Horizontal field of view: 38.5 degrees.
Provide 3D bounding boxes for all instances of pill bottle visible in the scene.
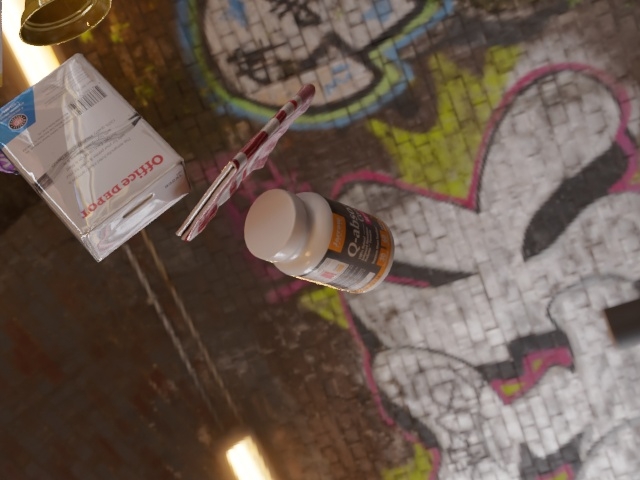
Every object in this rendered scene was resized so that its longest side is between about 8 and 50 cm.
[{"bbox_3d":[0.000,0.000,1.743,0.278,0.162,0.162,18,-130,-45],"label":"pill bottle"}]

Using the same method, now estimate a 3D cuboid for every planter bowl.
[{"bbox_3d":[-0.579,-0.524,2.019,0.090,0.217,0.217,63,-169,7],"label":"planter bowl"}]

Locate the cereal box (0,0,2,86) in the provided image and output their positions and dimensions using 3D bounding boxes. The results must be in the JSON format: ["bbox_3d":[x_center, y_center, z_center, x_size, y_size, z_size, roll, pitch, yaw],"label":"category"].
[{"bbox_3d":[-0.875,-0.495,2.262,0.047,0.173,0.240,32,122,43],"label":"cereal box"}]

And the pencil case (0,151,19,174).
[{"bbox_3d":[-0.766,-0.214,2.148,0.088,0.206,0.086,-33,-53,-40],"label":"pencil case"}]

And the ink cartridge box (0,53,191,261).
[{"bbox_3d":[-0.418,-0.150,1.659,0.307,0.223,0.129,45,165,17],"label":"ink cartridge box"}]

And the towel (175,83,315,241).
[{"bbox_3d":[-0.134,-0.148,1.722,0.037,0.237,0.329,40,-139,-3],"label":"towel"}]
